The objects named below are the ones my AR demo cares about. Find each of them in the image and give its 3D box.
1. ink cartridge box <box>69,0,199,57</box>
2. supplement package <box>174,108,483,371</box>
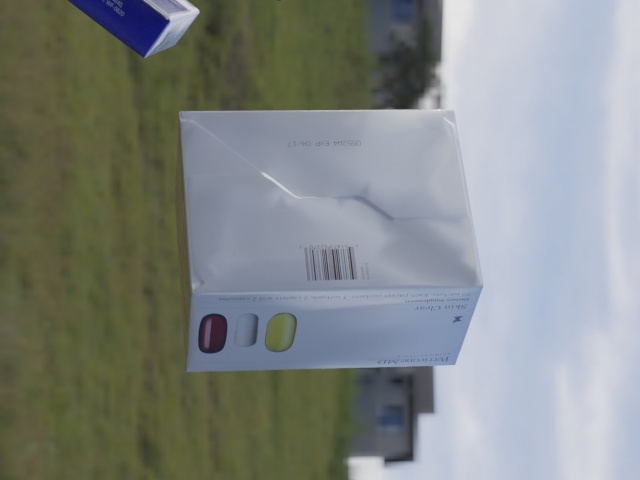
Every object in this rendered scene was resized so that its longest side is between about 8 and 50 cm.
[{"bbox_3d":[-0.240,-0.292,2.074,0.065,0.165,0.333,-52,-177,8],"label":"ink cartridge box"},{"bbox_3d":[0.000,0.000,1.639,0.145,0.262,0.204,100,-14,-57],"label":"supplement package"}]
